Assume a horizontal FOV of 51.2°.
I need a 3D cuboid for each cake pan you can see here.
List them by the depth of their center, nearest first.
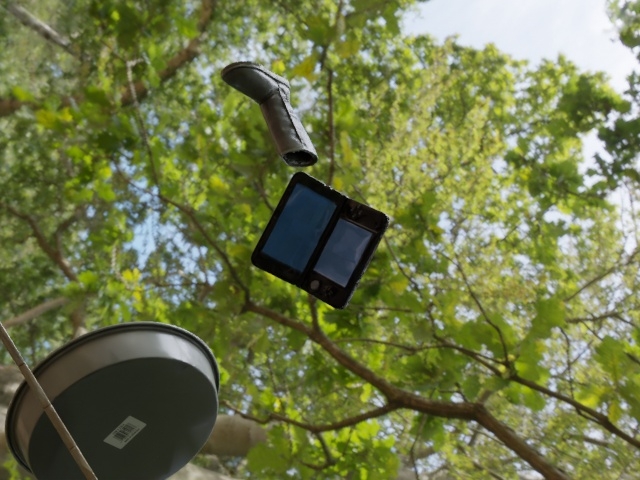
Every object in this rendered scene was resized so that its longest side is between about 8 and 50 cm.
[{"bbox_3d":[-0.269,0.244,0.913,0.293,0.293,0.054,-49,-138,5],"label":"cake pan"}]

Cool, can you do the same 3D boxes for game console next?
[{"bbox_3d":[0.000,0.000,0.887,0.124,0.085,0.144,27,-91,38],"label":"game console"}]

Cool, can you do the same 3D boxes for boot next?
[{"bbox_3d":[-0.103,-0.253,1.363,0.076,0.190,0.208,-34,-120,42],"label":"boot"}]

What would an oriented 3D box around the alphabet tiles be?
[{"bbox_3d":[-0.260,0.147,0.621,0.009,0.237,0.198,-31,-175,-26],"label":"alphabet tiles"}]
